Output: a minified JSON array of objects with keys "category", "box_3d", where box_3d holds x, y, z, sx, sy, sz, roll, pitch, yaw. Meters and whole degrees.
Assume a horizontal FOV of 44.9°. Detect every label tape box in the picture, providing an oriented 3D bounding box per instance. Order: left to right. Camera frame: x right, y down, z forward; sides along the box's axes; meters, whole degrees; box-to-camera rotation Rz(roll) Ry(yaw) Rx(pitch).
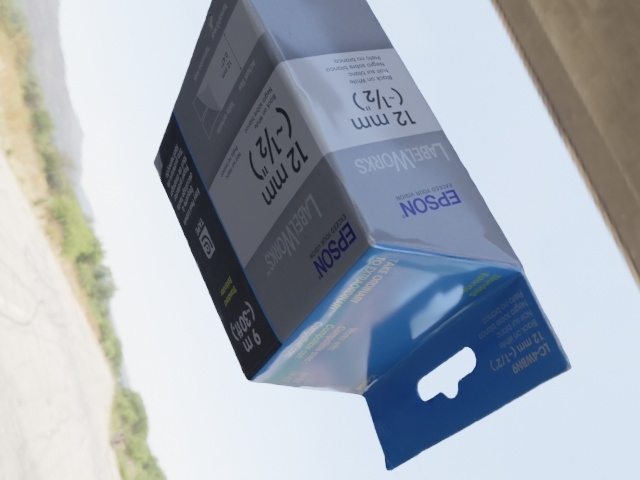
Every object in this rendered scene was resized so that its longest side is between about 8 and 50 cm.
[{"category":"label tape box","box_3d":[0.000,0.000,0.605,0.348,0.115,0.249,65,-34,19]}]
